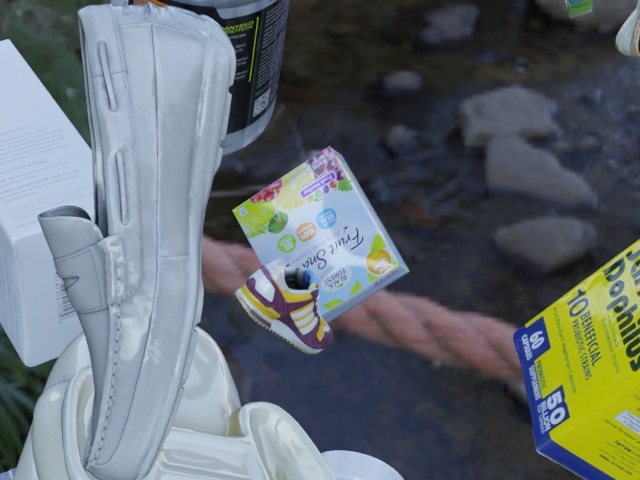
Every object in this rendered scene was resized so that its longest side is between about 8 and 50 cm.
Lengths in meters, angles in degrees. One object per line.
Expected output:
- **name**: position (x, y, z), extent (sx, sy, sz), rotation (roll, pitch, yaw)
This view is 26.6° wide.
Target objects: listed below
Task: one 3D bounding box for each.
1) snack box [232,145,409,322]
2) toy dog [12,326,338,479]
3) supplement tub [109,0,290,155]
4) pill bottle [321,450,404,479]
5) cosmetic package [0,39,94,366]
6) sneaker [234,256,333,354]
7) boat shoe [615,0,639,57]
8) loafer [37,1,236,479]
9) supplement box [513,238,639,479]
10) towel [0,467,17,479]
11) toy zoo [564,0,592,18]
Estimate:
- **snack box**: position (0.000, 0.000, 1.930), extent (0.174, 0.070, 0.207), rotation (-34, 74, 11)
- **toy dog**: position (-0.238, 0.288, 1.333), extent (0.284, 0.408, 0.395), rotation (11, 33, -41)
- **supplement tub**: position (-0.128, -0.253, 1.444), extent (0.194, 0.316, 0.193), rotation (5, 51, -7)
- **pill bottle**: position (0.009, 0.405, 1.625), extent (0.160, 0.160, 0.283), rotation (9, 50, 15)
- **cosmetic package**: position (-0.381, -0.058, 1.696), extent (0.156, 0.217, 0.385), rotation (-20, 46, -27)
- **sneaker**: position (-0.023, 0.080, 1.673), extent (0.185, 0.084, 0.069), rotation (31, 18, -53)
- **boat shoe**: position (0.418, -0.287, 1.676), extent (0.050, 0.135, 0.045), rotation (19, 13, -32)
- **loafer**: position (-0.134, 0.002, 0.898), extent (0.111, 0.319, 0.112), rotation (7, 0, -17)
- **supplement box**: position (0.431, 0.124, 1.605), extent (0.195, 0.356, 0.194), rotation (32, 32, -28)
- **towel**: position (-0.250, 0.351, 1.623), extent (0.284, 0.121, 0.235), rotation (-20, 66, -29)
- **toy zoo**: position (0.261, -0.372, 1.504), extent (0.030, 0.192, 0.293), rotation (-17, -8, 10)
